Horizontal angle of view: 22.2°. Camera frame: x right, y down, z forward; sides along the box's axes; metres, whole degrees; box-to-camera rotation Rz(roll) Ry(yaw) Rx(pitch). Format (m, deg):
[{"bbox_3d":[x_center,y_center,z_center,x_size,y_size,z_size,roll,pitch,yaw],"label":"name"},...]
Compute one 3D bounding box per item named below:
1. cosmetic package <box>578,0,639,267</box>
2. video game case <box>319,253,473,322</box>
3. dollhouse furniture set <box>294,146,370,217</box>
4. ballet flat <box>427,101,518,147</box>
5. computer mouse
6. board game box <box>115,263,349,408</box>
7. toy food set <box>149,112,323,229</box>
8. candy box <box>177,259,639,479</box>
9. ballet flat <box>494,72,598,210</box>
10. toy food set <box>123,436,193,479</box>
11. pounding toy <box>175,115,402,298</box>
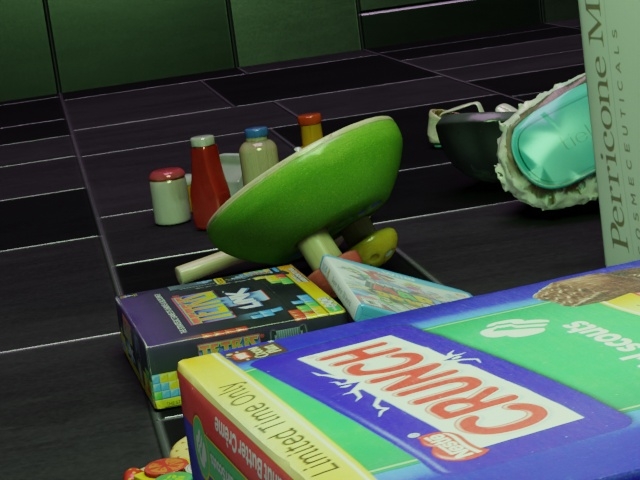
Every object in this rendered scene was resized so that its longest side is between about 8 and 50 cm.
[{"bbox_3d":[0.402,-0.123,1.089,0.327,0.329,0.394,-11,12,-13],"label":"cosmetic package"},{"bbox_3d":[0.068,0.046,1.144,0.119,0.015,0.166,15,8,-11],"label":"video game case"},{"bbox_3d":[0.006,-0.048,1.570,0.091,0.081,0.114,-8,12,-1],"label":"dollhouse furniture set"},{"bbox_3d":[0.203,-0.141,1.960,0.168,0.052,0.057,-1,13,27],"label":"ballet flat"},{"bbox_3d":[0.230,-0.096,1.719,0.188,0.072,0.272,1,2,43],"label":"computer mouse"},{"bbox_3d":[-0.066,0.065,1.169,0.141,0.048,0.170,-9,12,-13],"label":"board game box"},{"bbox_3d":[-0.097,-0.074,1.700,0.232,0.104,0.111,4,16,42],"label":"toy food set"},{"bbox_3d":[0.122,0.100,0.709,0.317,0.122,0.268,-12,13,-17],"label":"candy box"},{"bbox_3d":[0.351,-0.146,1.541,0.409,0.147,0.147,-24,12,3],"label":"ballet flat"},{"bbox_3d":[-0.071,0.132,0.922,0.083,0.020,0.083,-15,14,-34],"label":"toy food set"},{"bbox_3d":[0.000,0.000,1.373,0.183,0.110,0.237,-27,-10,-28],"label":"pounding toy"}]
